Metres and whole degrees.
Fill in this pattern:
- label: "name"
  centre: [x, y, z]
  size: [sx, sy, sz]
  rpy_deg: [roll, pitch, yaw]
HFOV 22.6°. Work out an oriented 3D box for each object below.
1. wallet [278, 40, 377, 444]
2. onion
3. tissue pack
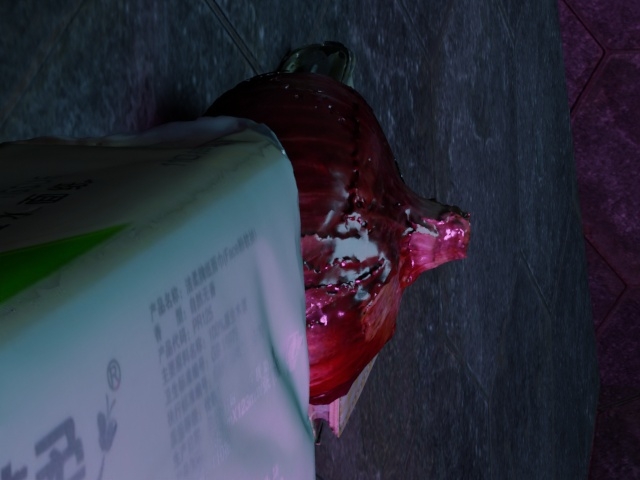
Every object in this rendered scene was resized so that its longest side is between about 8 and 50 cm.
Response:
- label: "wallet"
  centre: [0.004, 0.006, 1.429]
  size: [0.223, 0.077, 0.309]
  rpy_deg: [-73, 157, -52]
- label: "onion"
  centre: [0.000, 0.000, 1.156]
  size: [0.252, 0.219, 0.252]
  rpy_deg: [2, 90, -77]
- label: "tissue pack"
  centre: [-0.148, 0.145, 0.699]
  size: [0.405, 0.205, 0.331]
  rpy_deg: [-40, 127, -67]
